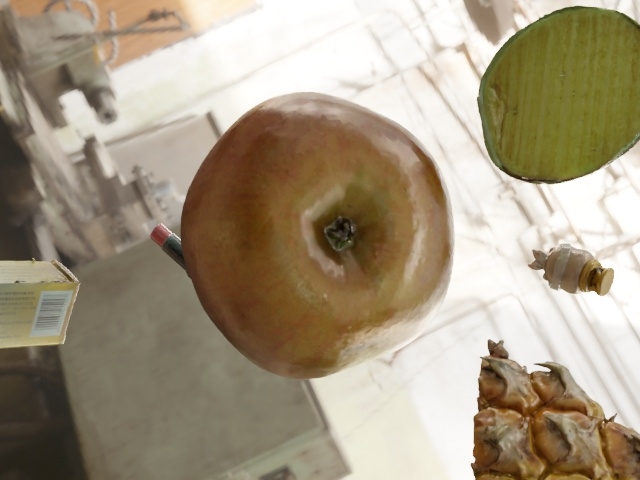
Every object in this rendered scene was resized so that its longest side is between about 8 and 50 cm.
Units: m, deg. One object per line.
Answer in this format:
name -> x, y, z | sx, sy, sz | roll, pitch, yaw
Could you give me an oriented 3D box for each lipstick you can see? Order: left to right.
lipstick -> -0.197, 0.042, 1.631 | 0.234, 0.053, 0.053 | 40, -16, 30

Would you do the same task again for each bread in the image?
bread -> 0.373, -0.220, 1.506 | 0.045, 0.301, 0.301 | 29, 27, -49

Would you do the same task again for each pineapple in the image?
pineapple -> 0.211, 0.258, 0.798 | 0.161, 0.158, 0.334 | -39, 124, -61

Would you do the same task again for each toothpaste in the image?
toothpaste -> -0.397, 0.067, 0.996 | 0.071, 0.313, 0.089 | 35, -67, 39

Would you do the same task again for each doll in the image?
doll -> 0.379, 0.042, 1.508 | 0.127, 0.084, 0.073 | 22, -75, 37

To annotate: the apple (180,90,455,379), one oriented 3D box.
apple -> 0.000, 0.000, 1.397 | 0.333, 0.400, 0.400 | -122, -173, -71
